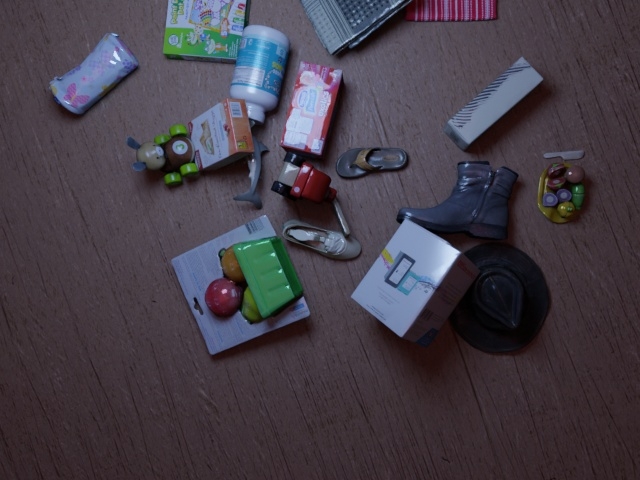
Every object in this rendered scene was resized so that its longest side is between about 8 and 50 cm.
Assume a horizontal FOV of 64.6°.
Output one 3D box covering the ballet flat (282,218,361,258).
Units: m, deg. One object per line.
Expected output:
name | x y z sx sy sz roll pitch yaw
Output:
ballet flat | 0.000 0.000 1.524 0.249 0.086 0.086 16 92 5

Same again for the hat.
hat | 0.517 0.169 1.455 0.332 0.134 0.330 0 90 4

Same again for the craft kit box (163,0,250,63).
craft kit box | -0.349 -0.683 1.568 0.247 0.061 0.249 6 90 8

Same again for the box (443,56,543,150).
box | 0.495 -0.390 1.465 0.275 0.113 0.094 -42 86 3

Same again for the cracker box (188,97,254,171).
cracker box | -0.296 -0.305 1.490 0.232 0.067 0.155 -12 89 48

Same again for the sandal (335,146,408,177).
sandal | 0.154 -0.238 1.520 0.220 0.060 0.089 -2 90 5

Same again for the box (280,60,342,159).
box | -0.022 -0.379 1.504 0.128 0.122 0.256 14 91 4

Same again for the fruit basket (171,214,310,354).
fruit basket | -0.244 0.138 1.533 0.353 0.165 0.326 -25 88 20

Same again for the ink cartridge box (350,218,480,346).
ink cartridge box | 0.268 0.120 1.411 0.197 0.198 0.270 37 93 37

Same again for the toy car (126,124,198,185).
toy car | -0.482 -0.255 1.498 0.149 0.188 0.154 -21 83 32

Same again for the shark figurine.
shark figurine | -0.199 -0.249 1.537 0.166 0.116 0.277 -25 78 38

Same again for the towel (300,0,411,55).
towel | 0.089 -0.745 1.485 0.312 0.056 0.324 -30 78 19

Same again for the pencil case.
pencil case | -0.699 -0.514 1.568 0.273 0.113 0.124 -38 96 4

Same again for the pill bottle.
pill bottle | -0.185 -0.486 1.507 0.147 0.146 0.263 13 92 5

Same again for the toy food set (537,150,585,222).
toy food set | 0.707 -0.160 1.466 0.128 0.071 0.217 4 90 5

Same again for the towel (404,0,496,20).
towel | 0.387 -0.757 1.513 0.275 0.031 0.198 1 91 5

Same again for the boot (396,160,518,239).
boot | 0.396 -0.127 1.485 0.339 0.118 0.222 7 88 -6

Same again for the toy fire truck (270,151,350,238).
toy fire truck | -0.005 -0.125 1.457 0.247 0.217 0.158 23 92 4
